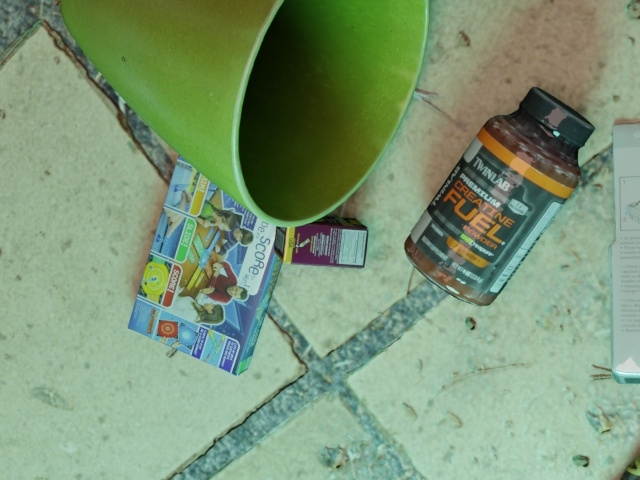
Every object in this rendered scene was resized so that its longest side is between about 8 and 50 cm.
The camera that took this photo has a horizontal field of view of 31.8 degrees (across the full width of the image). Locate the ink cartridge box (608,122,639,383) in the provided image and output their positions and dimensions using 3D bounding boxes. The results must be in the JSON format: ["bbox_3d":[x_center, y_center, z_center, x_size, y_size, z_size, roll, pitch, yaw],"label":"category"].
[{"bbox_3d":[0.401,0.009,1.011,0.275,0.060,0.239,-2,72,18],"label":"ink cartridge box"}]

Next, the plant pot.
[{"bbox_3d":[-0.096,-0.195,1.050,0.293,0.274,0.275,27,106,29],"label":"plant pot"}]

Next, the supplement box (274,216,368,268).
[{"bbox_3d":[0.000,0.000,1.118,0.083,0.055,0.043,4,100,-15],"label":"supplement box"}]

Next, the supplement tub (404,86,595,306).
[{"bbox_3d":[0.170,-0.043,1.049,0.106,0.106,0.198,35,106,10],"label":"supplement tub"}]

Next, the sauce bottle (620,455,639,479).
[{"bbox_3d":[0.316,0.224,1.076,0.042,0.042,0.128,44,106,7],"label":"sauce bottle"}]

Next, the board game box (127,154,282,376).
[{"bbox_3d":[-0.112,0.025,1.185,0.136,0.035,0.201,22,104,13],"label":"board game box"}]
